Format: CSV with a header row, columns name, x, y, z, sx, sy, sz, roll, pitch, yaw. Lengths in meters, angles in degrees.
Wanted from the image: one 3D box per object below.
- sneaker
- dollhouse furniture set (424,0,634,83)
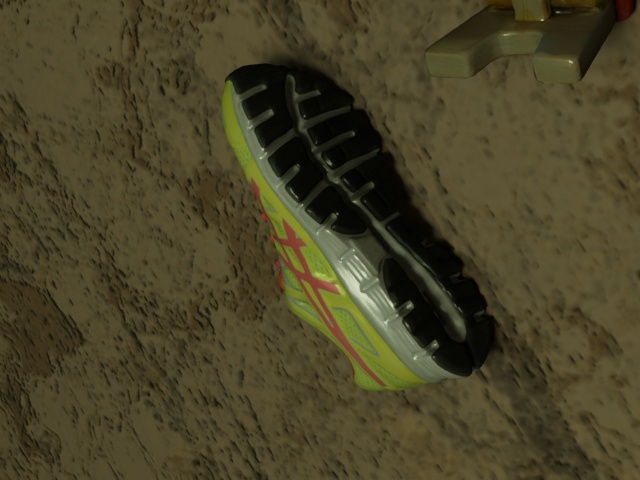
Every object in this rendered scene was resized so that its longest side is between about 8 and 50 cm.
name,x,y,z,sx,sy,sz,roll,pitch,yaw
sneaker,0.000,0.000,0.655,0.094,0.081,0.208,-36,84,47
dollhouse furniture set,0.117,-0.249,0.419,0.201,0.152,0.374,11,133,38
